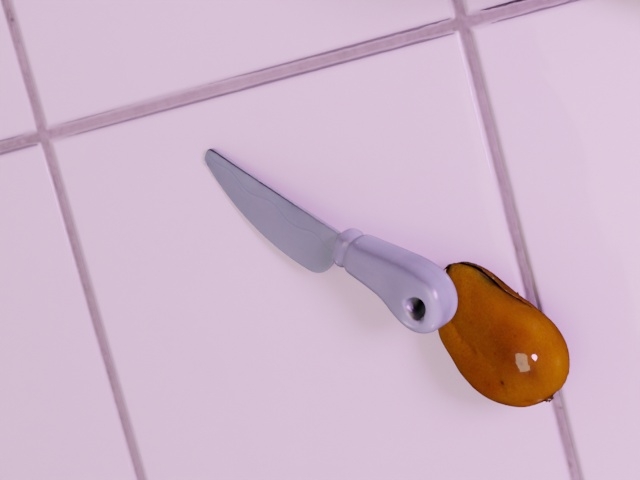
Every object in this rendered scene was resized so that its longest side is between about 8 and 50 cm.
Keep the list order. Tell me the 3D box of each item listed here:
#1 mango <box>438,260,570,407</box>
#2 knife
[{"bbox_3d":[0.175,0.094,1.372,0.159,0.084,0.105,54,129,30],"label":"mango"},{"bbox_3d":[0.000,0.002,1.423,0.331,0.044,0.080,30,133,31],"label":"knife"}]
